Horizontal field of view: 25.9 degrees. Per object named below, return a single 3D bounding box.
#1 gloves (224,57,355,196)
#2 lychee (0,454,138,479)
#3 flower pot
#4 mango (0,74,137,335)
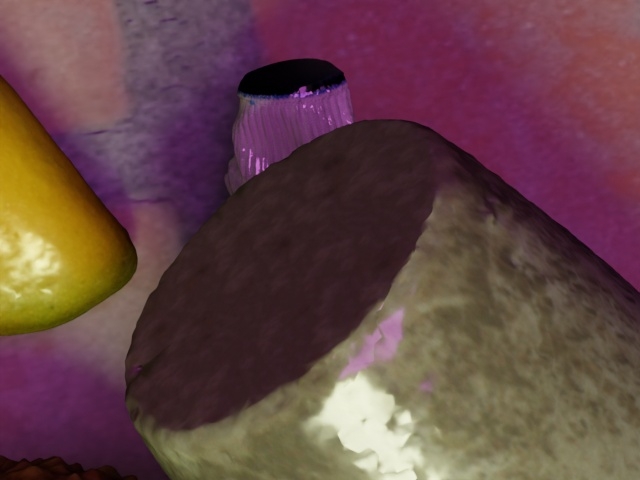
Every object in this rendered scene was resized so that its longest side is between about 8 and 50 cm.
[{"bbox_3d":[0.001,-0.004,0.910,0.119,0.097,0.229,-6,99,12],"label":"gloves"},{"bbox_3d":[-0.127,0.247,0.800,0.271,0.271,0.271,1,86,-14],"label":"lychee"},{"bbox_3d":[0.078,0.117,0.773,0.293,0.293,0.330,-51,120,-12],"label":"flower pot"},{"bbox_3d":[-0.256,-0.041,0.846,0.317,0.119,0.176,32,77,-19],"label":"mango"}]
